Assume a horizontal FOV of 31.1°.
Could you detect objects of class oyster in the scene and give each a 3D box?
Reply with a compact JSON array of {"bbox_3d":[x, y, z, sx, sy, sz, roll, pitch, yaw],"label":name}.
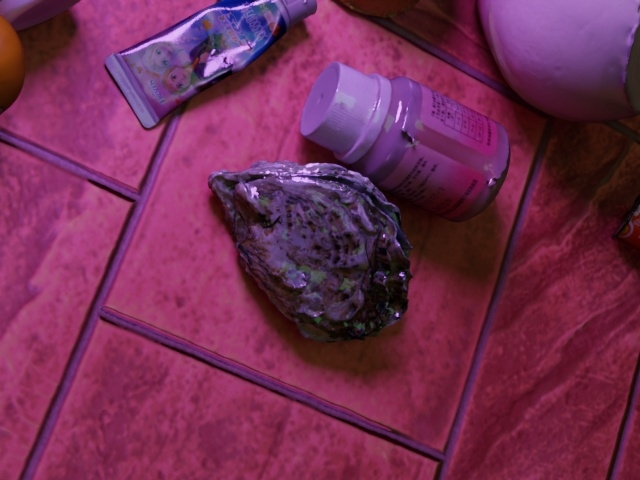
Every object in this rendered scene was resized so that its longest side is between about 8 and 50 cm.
[{"bbox_3d":[0.000,0.000,1.387,0.198,0.112,0.268,-28,103,-5],"label":"oyster"}]

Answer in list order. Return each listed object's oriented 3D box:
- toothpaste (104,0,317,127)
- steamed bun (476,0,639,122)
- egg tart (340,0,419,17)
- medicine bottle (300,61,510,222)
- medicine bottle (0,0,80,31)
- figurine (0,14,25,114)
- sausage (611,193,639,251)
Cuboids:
[{"bbox_3d":[-0.124,-0.239,1.389,0.266,0.061,0.096,-33,98,-19],"label":"toothpaste"},{"bbox_3d":[0.330,-0.313,1.503,0.309,0.309,0.309,4,81,-24],"label":"steamed bun"},{"bbox_3d":[0.091,-0.399,1.455,0.202,0.147,0.202,3,81,-22],"label":"egg tart"},{"bbox_3d":[0.104,-0.126,1.424,0.247,0.147,0.147,23,73,-20],"label":"medicine bottle"},{"bbox_3d":[-0.359,-0.375,1.251,0.133,0.133,0.274,-33,97,-25],"label":"medicine bottle"},{"bbox_3d":[-0.424,-0.162,1.165,0.228,0.215,0.215,19,75,-35],"label":"figurine"},{"bbox_3d":[0.535,0.029,1.577,0.264,0.083,0.083,31,69,11],"label":"sausage"}]
